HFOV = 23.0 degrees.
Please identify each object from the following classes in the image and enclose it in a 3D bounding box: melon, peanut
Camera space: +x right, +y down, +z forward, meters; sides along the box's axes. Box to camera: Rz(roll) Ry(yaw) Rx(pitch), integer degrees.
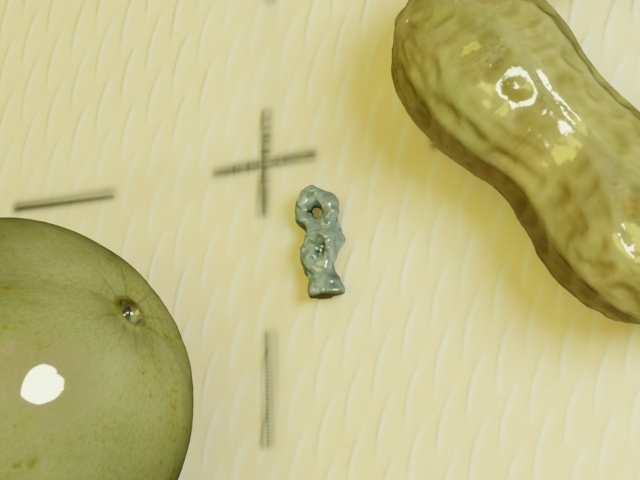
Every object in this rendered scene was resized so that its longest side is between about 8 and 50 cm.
[{"bbox_3d":[-0.246,0.130,1.064,0.330,0.268,0.268,-35,68,24],"label":"melon"},{"bbox_3d":[0.149,-0.063,1.023,0.298,0.136,0.120,51,119,21],"label":"peanut"}]

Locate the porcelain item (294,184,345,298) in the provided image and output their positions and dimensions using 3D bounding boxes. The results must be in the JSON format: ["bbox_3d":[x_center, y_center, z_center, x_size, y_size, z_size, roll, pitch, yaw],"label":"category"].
[{"bbox_3d":[0.000,0.000,1.125,0.036,0.028,0.083,-14,73,20],"label":"porcelain item"}]
